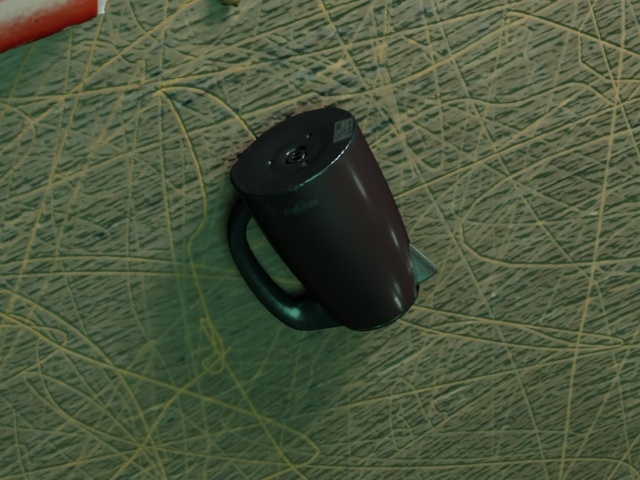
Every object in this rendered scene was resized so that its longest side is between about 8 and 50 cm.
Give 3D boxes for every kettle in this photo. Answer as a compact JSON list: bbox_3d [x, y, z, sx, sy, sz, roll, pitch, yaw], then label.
[{"bbox_3d":[0.000,0.000,1.600,0.202,0.144,0.232,-21,121,14],"label":"kettle"}]

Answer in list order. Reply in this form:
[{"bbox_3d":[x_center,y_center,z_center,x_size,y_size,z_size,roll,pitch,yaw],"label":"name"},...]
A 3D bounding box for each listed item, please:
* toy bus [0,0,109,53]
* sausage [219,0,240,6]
[{"bbox_3d":[-0.289,-0.228,1.440,0.174,0.077,0.079,-21,117,-8],"label":"toy bus"},{"bbox_3d":[-0.080,-0.294,1.509,0.026,0.026,0.116,9,109,-21],"label":"sausage"}]
